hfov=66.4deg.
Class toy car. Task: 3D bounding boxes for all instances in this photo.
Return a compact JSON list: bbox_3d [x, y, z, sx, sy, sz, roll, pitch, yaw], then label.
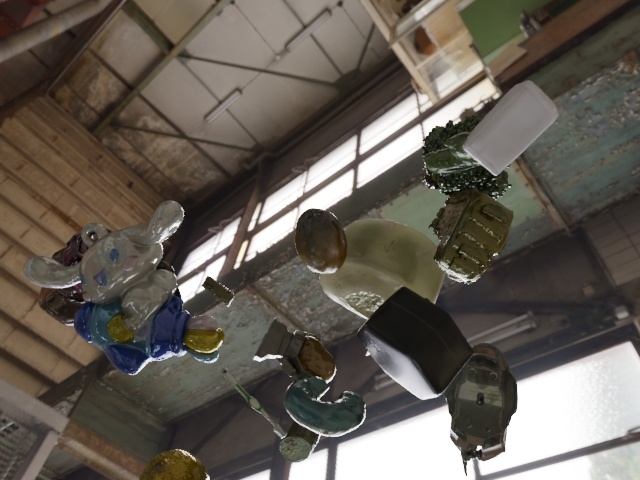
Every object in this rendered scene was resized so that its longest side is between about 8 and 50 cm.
[{"bbox_3d":[-0.557,0.144,1.287,0.340,0.240,0.271,43,-165,-8],"label":"toy car"}]

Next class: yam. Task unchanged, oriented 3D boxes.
[{"bbox_3d":[-0.372,0.183,1.783,0.132,0.054,0.054,39,-150,-6],"label":"yam"},{"bbox_3d":[-0.064,0.822,2.118,0.154,0.153,0.254,54,-140,-9],"label":"yam"}]

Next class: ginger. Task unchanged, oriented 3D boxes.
[{"bbox_3d":[0.394,-0.247,1.365,0.290,0.137,0.089,159,109,-76],"label":"ginger"}]

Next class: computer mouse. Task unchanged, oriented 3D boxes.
[{"bbox_3d":[0.470,0.493,1.433,0.114,0.199,0.390,7,-90,-63],"label":"computer mouse"}]

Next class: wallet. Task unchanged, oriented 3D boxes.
[{"bbox_3d":[0.392,-0.232,1.014,0.124,0.183,0.032,33,-158,-23],"label":"wallet"}]

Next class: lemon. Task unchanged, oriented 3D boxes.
[{"bbox_3d":[-0.422,0.721,1.419,0.204,0.203,0.260,-81,-18,-52],"label":"lemon"}]

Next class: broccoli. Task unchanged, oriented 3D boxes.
[{"bbox_3d":[0.538,-0.284,1.807,0.272,0.333,0.325,13,-99,-55],"label":"broccoli"}]

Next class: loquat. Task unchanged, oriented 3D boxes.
[{"bbox_3d":[0.000,0.000,1.639,0.179,0.179,0.228,-26,-78,-63],"label":"loquat"}]

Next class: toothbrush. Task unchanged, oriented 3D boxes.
[{"bbox_3d":[-0.222,0.532,1.612,0.304,0.030,0.030,44,-156,13],"label":"toothbrush"}]

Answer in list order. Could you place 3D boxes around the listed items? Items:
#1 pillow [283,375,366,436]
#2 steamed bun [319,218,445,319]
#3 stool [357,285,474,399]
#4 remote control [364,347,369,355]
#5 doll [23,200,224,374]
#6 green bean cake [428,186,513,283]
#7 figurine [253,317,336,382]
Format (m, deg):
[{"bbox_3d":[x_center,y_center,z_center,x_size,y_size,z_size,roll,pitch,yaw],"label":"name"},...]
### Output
[{"bbox_3d":[0.013,0.454,1.364,0.214,0.233,0.086,-20,-60,-59],"label":"pillow"},{"bbox_3d":[0.255,0.100,1.919,0.455,0.290,0.371,21,-132,14],"label":"steamed bun"},{"bbox_3d":[0.198,0.220,1.051,0.141,0.232,0.232,-44,-75,-20],"label":"stool"},{"bbox_3d":[0.183,0.339,1.735,0.245,0.025,0.063,100,163,-57],"label":"remote control"},{"bbox_3d":[-0.390,0.130,1.011,0.187,0.375,0.366,-41,-70,-53],"label":"doll"},{"bbox_3d":[0.488,-0.007,1.633,0.202,0.285,0.310,31,-177,-7],"label":"green bean cake"},{"bbox_3d":[-0.077,0.407,1.731,0.284,0.167,0.343,26,-143,-2],"label":"figurine"}]
